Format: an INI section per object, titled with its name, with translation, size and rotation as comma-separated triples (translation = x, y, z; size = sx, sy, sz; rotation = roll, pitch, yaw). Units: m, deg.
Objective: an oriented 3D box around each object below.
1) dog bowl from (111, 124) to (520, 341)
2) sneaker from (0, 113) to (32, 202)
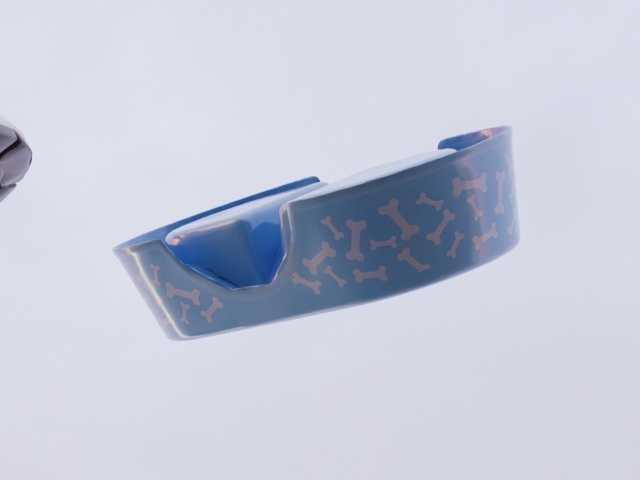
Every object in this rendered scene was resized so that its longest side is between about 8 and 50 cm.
[dog bowl]
translation = 0.000, 0.000, 1.065
size = 0.297, 0.166, 0.074
rotation = -15, -84, 41
[sneaker]
translation = -0.206, -0.075, 0.535
size = 0.107, 0.283, 0.124
rotation = -34, -106, 5
